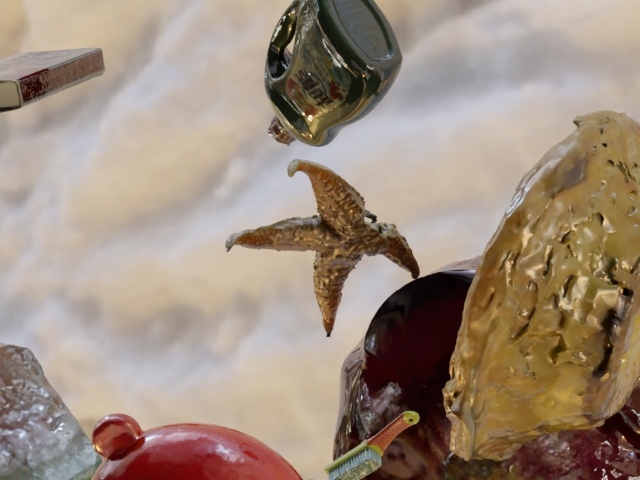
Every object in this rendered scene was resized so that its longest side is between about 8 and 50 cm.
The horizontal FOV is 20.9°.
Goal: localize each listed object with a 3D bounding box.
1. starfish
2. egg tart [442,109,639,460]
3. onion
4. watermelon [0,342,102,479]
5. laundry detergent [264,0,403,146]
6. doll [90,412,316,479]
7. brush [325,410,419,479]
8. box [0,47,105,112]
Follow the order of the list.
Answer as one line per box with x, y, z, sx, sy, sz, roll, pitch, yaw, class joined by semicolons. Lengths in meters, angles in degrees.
-0.002;-0.001;1.742;0.138;0.247;0.050;-32;46;15;starfish
0.225;0.053;1.469;0.129;0.341;0.341;25;103;20;egg tart
0.236;0.207;1.813;0.398;0.420;0.398;-3;83;26;onion
-0.378;0.249;1.845;0.302;0.264;0.151;66;148;17;watermelon
-0.006;-0.176;1.842;0.144;0.078;0.222;59;145;8;laundry detergent
-0.052;0.185;0.922;0.217;0.085;0.183;46;102;2;doll
0.039;0.149;1.232;0.083;0.019;0.021;-39;36;21;brush
-0.313;-0.165;1.787;0.115;0.177;0.035;0;106;23;box
